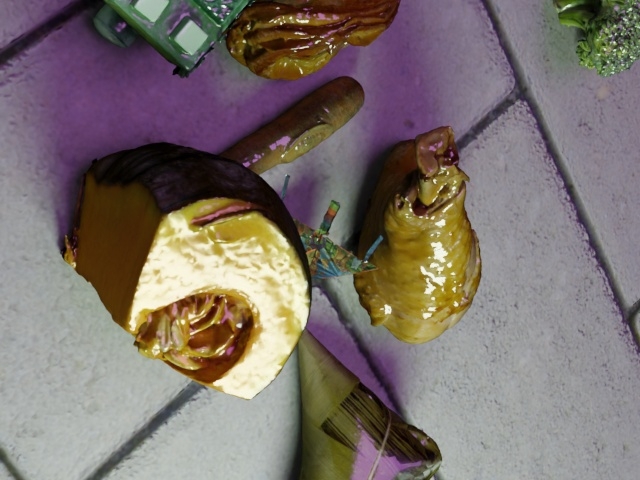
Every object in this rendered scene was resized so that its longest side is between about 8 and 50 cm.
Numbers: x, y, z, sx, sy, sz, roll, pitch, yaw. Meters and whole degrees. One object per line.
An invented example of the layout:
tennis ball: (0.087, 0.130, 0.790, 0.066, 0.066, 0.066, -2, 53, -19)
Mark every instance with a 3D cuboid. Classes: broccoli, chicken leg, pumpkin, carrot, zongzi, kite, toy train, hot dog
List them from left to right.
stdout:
toy train: (-0.155, -0.335, 1.346, 0.272, 0.188, 0.159, -49, 122, -3)
pumpkin: (-0.146, 0.027, 1.364, 0.256, 0.225, 0.303, -49, 128, 1)
carrot: (-0.068, -0.125, 1.525, 0.342, 0.070, 0.070, -36, 114, -27)
zongzi: (-0.012, 0.313, 1.586, 0.300, 0.145, 0.274, 46, 73, -13)
kite: (0.000, 0.000, 1.554, 0.010, 0.183, 0.160, -46, 164, -44)
hot dog: (0.005, -0.288, 1.498, 0.259, 0.175, 0.114, -27, 92, -32)
chicken leg: (0.136, -0.050, 1.568, 0.409, 0.182, 0.295, 85, 7, -59)
broccoli: (0.472, -0.388, 1.836, 0.176, 0.198, 0.226, -28, 82, 3)
